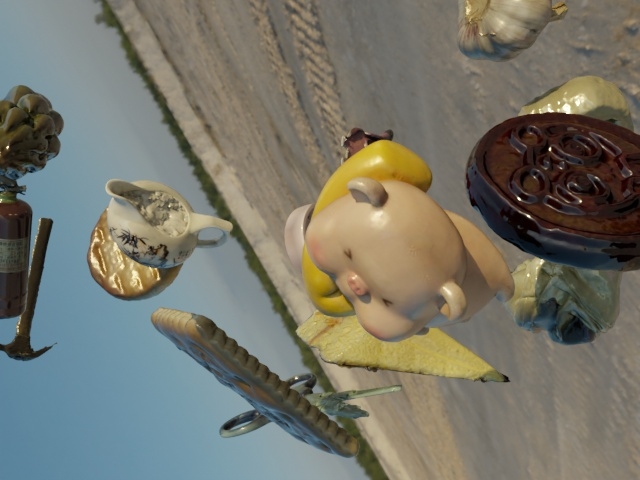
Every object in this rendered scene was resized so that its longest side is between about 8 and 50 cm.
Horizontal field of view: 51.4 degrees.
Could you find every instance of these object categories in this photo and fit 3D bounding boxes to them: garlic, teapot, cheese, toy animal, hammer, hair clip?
[{"bbox_3d":[0.444,-0.515,1.480,0.245,0.253,0.245,179,90,-65],"label":"garlic"},{"bbox_3d":[-0.346,-0.041,1.482,0.166,0.299,0.208,-57,36,35],"label":"teapot"},{"bbox_3d":[0.592,-0.258,1.605,0.318,0.326,0.115,123,137,-52],"label":"cheese"},{"bbox_3d":[0.112,0.053,0.972,0.345,0.277,0.247,47,-170,-18],"label":"toy animal"},{"bbox_3d":[-0.556,0.088,1.289,0.125,0.027,0.297,30,-132,-47],"label":"hammer"},{"bbox_3d":[0.111,-0.173,1.512,0.056,0.146,0.187,-33,55,51],"label":"hair clip"}]

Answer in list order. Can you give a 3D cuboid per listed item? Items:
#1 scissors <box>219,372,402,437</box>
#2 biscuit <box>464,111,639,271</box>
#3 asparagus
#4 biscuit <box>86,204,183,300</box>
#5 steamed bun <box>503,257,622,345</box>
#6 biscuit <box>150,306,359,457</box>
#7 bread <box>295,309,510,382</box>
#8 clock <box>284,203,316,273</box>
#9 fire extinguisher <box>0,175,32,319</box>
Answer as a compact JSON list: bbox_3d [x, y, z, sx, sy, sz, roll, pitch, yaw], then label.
[{"bbox_3d":[-0.008,0.315,1.303,0.383,0.256,0.029,-17,97,44],"label":"scissors"},{"bbox_3d":[0.470,-0.108,1.214,0.407,0.407,0.091,-125,28,-42],"label":"biscuit"},{"bbox_3d":[-0.288,-0.109,0.647,0.080,0.080,0.287,62,175,-24],"label":"asparagus"},{"bbox_3d":[-0.468,0.034,1.649,0.274,0.213,0.091,52,-173,22],"label":"biscuit"},{"bbox_3d":[0.619,0.156,1.708,0.275,0.206,0.320,24,153,-10],"label":"steamed bun"},{"bbox_3d":[-0.102,0.210,0.975,0.325,0.044,0.217,44,160,-22],"label":"biscuit"},{"bbox_3d":[0.182,0.278,1.626,0.405,0.242,0.345,40,175,-6],"label":"bread"},{"bbox_3d":[0.000,0.000,1.709,0.068,0.197,0.197,-17,108,41],"label":"clock"},{"bbox_3d":[-0.474,-0.001,0.969,0.071,0.099,0.231,43,127,56],"label":"fire extinguisher"}]
